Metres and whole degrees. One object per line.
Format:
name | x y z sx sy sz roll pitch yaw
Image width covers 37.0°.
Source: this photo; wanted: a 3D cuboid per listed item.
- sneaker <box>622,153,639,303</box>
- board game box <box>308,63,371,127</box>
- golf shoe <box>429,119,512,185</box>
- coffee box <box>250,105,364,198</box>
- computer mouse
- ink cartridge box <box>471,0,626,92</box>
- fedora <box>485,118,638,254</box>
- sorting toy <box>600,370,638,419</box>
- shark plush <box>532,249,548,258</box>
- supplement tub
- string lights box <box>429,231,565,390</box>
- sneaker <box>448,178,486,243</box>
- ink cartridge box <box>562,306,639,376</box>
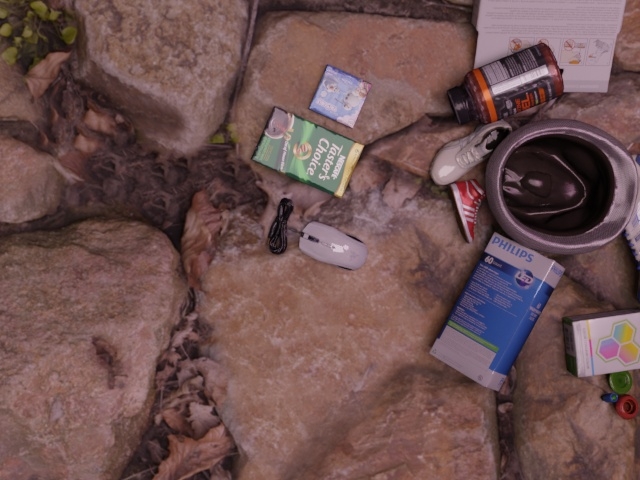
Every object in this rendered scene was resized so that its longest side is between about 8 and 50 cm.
sneaker | 0.611 -0.020 1.815 0.130 0.112 0.297 7 91 10
board game box | 0.036 -0.266 1.770 0.090 0.020 0.090 23 94 -7
golf shoe | 0.278 -0.166 1.769 0.176 0.086 0.069 -39 99 1
coffee box | -0.023 -0.162 1.763 0.184 0.040 0.113 24 92 -7
computer mouse | 0.000 0.000 1.778 0.193 0.042 0.106 20 92 -6
ink cartridge box | 0.418 -0.398 1.777 0.275 0.060 0.239 0 120 -5
fedora | 0.428 -0.100 1.767 0.275 0.124 0.244 5 94 -5
sorting toy | 0.577 0.300 1.862 0.061 0.042 0.102 -13 84 -19
shark plush | 0.398 0.100 1.834 0.067 0.073 0.161 29 113 12
supplement tub | 0.334 -0.277 1.743 0.197 0.106 0.106 -21 96 7
string lights box | 0.326 0.131 1.770 0.133 0.076 0.260 30 92 34
sneaker | 0.287 -0.057 1.800 0.067 0.042 0.119 -18 101 -7
ink cartridge box | 0.578 0.191 1.837 0.209 0.062 0.109 -7 95 -5
